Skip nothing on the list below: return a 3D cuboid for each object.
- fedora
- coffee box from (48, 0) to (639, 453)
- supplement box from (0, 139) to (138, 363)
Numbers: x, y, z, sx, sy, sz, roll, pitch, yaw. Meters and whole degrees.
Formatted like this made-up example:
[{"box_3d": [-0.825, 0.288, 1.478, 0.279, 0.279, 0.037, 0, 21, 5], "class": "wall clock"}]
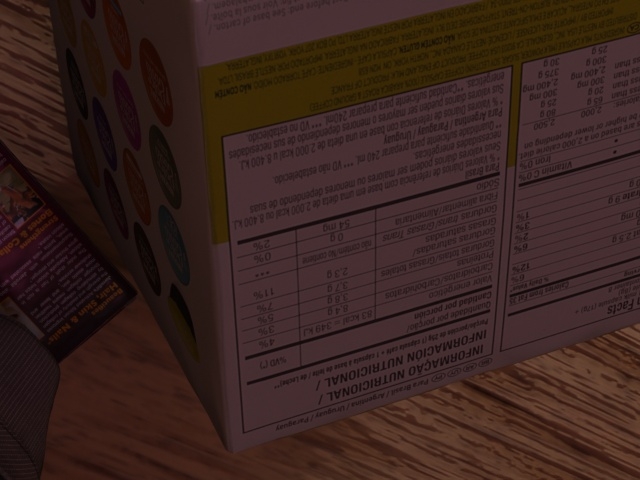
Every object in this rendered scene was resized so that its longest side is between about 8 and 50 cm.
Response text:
[{"box_3d": [-0.264, 0.121, 1.122, 0.244, 0.275, 0.124, 44, 52, -16], "class": "fedora"}, {"box_3d": [0.027, -0.127, 1.054, 0.338, 0.337, 0.334, -16, 131, -17], "class": "coffee box"}, {"box_3d": [-0.236, -0.001, 1.174, 0.104, 0.081, 0.188, -42, 115, -6], "class": "supplement box"}]
